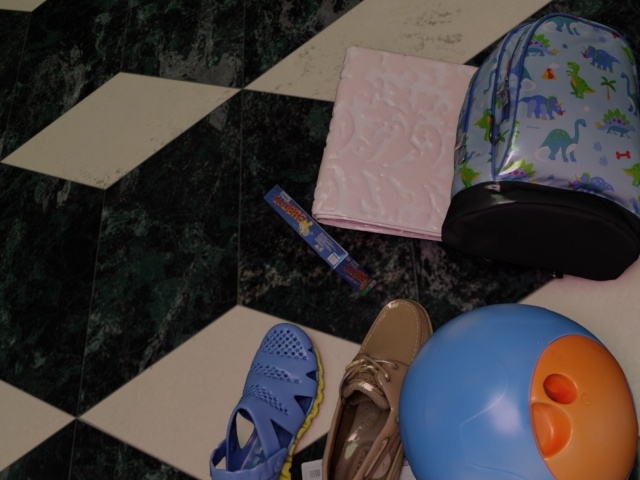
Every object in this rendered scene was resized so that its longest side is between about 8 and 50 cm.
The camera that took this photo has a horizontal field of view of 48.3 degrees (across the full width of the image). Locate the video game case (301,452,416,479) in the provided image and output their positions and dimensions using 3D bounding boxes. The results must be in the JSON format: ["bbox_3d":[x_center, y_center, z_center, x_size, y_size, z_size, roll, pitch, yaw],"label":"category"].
[{"bbox_3d":[0.069,0.398,1.045,0.191,0.022,0.173,-16,59,16],"label":"video game case"}]

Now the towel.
[{"bbox_3d":[0.168,-0.159,1.196,0.317,0.053,0.331,11,69,2],"label":"towel"}]

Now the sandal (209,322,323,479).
[{"bbox_3d":[-0.086,0.275,1.110,0.126,0.138,0.317,0,63,27],"label":"sandal"}]

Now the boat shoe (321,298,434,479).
[{"bbox_3d":[0.089,0.226,1.056,0.122,0.110,0.341,1,57,27],"label":"boat shoe"}]

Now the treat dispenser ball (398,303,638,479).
[{"bbox_3d":[0.242,0.222,0.893,0.288,0.288,0.288,-10,61,20],"label":"treat dispenser ball"}]

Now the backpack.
[{"bbox_3d":[0.341,-0.157,1.066,0.290,0.273,0.355,14,51,-6],"label":"backpack"}]

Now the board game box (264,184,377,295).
[{"bbox_3d":[0.000,0.000,1.208,0.035,0.136,0.201,-46,57,1],"label":"board game box"}]
